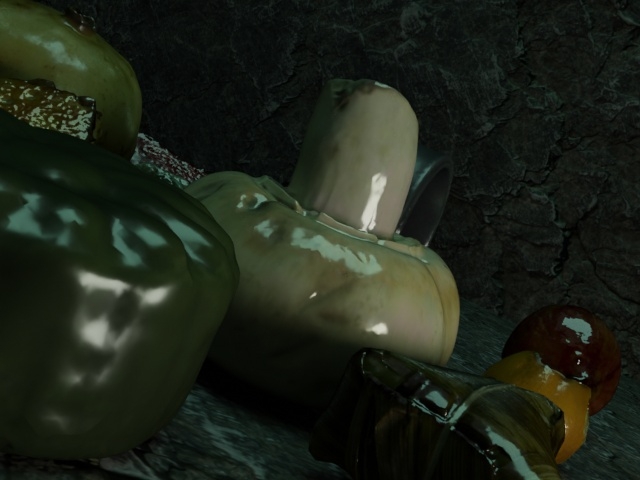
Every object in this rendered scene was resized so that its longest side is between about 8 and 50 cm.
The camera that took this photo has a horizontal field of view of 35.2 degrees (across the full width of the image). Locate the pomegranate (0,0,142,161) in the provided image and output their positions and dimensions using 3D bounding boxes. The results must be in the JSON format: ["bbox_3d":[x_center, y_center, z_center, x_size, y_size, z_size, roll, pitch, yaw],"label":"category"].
[{"bbox_3d":[-0.418,-0.198,1.455,0.332,0.333,0.332,23,5,-2],"label":"pomegranate"}]

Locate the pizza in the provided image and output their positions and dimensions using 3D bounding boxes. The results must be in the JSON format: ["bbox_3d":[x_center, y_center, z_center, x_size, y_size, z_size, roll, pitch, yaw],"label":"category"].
[{"bbox_3d":[-0.391,-0.100,1.198,0.409,0.114,0.277,38,45,17],"label":"pizza"}]

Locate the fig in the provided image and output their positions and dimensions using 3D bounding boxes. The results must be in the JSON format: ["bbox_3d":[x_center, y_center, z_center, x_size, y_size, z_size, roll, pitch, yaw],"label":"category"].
[{"bbox_3d":[0.391,0.208,1.626,0.205,0.205,0.205,23,5,-2],"label":"fig"}]

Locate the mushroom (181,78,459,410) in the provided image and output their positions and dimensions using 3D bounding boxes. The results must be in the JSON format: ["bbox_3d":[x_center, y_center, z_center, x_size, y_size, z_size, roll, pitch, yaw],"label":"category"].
[{"bbox_3d":[-0.005,0.032,1.144,0.353,0.353,0.325,26,-25,28],"label":"mushroom"}]

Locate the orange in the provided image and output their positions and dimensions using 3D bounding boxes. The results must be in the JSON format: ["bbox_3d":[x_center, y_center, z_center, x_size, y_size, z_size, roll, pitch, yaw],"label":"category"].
[{"bbox_3d":[0.279,0.215,1.310,0.156,0.134,0.156,19,18,-6],"label":"orange"}]

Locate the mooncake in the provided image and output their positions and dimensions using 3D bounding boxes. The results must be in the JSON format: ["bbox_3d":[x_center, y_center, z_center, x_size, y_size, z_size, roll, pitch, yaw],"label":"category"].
[{"bbox_3d":[-0.241,0.010,0.774,0.356,0.194,0.356,22,4,-2],"label":"mooncake"}]

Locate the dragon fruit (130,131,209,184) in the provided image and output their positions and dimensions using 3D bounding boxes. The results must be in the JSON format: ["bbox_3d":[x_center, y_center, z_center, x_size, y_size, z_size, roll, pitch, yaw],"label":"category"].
[{"bbox_3d":[-0.271,-0.073,1.643,0.261,0.163,0.189,35,8,-3],"label":"dragon fruit"}]

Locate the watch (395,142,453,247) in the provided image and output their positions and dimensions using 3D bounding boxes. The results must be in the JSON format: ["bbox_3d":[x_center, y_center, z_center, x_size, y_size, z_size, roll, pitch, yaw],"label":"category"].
[{"bbox_3d":[0.055,-0.005,1.446,0.314,0.327,0.335,25,6,17],"label":"watch"}]

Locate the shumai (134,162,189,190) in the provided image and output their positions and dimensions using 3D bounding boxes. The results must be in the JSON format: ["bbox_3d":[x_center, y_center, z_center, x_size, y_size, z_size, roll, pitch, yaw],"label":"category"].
[{"bbox_3d":[-0.232,-0.008,1.356,0.184,0.184,0.142,25,-18,15],"label":"shumai"}]

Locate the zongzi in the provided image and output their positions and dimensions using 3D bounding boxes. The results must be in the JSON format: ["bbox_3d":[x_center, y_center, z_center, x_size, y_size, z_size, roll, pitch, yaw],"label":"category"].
[{"bbox_3d":[0.177,0.209,0.868,0.286,0.134,0.288,14,10,-47],"label":"zongzi"}]
